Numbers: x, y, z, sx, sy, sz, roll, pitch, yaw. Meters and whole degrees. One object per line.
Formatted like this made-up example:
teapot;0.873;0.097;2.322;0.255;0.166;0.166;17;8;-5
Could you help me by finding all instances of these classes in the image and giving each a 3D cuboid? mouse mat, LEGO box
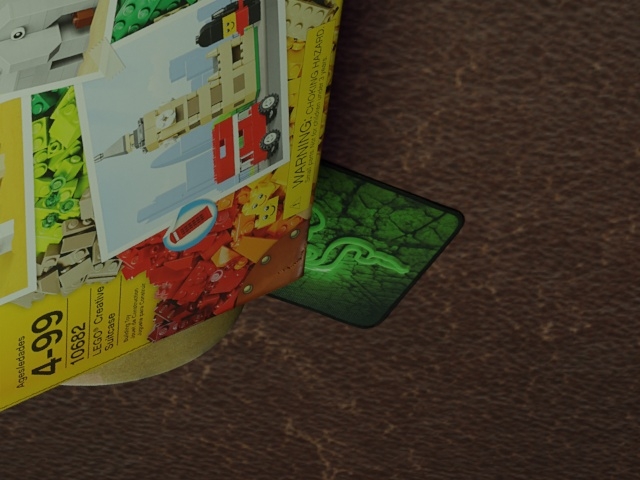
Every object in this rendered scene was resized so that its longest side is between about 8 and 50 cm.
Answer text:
mouse mat;0.000;0.000;1.412;0.190;0.007;0.152;20;131;-21
LEGO box;-0.183;-0.143;1.011;0.372;0.193;0.500;-24;143;-28

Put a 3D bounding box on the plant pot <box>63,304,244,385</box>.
plant pot;-0.167;0.012;1.254;0.236;0.236;0.032;3;127;-7
